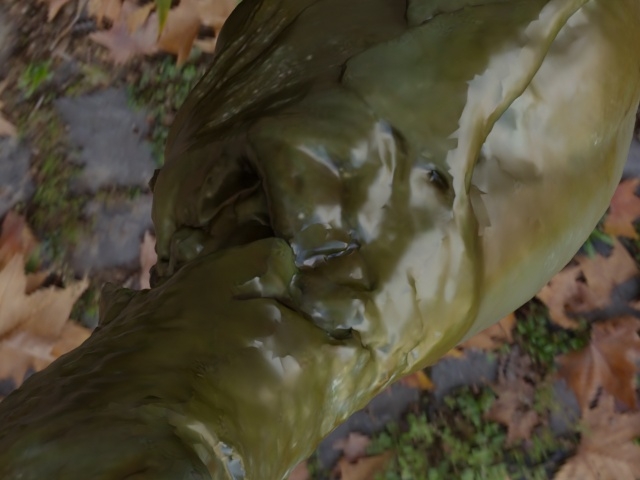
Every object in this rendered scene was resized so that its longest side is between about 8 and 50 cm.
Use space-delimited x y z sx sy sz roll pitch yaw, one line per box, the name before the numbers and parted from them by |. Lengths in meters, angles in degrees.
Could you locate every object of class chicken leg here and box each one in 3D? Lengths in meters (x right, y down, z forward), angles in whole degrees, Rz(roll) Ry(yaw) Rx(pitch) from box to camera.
chicken leg | 0.000 0.000 0.459 0.201 0.429 0.153 -18 112 35
